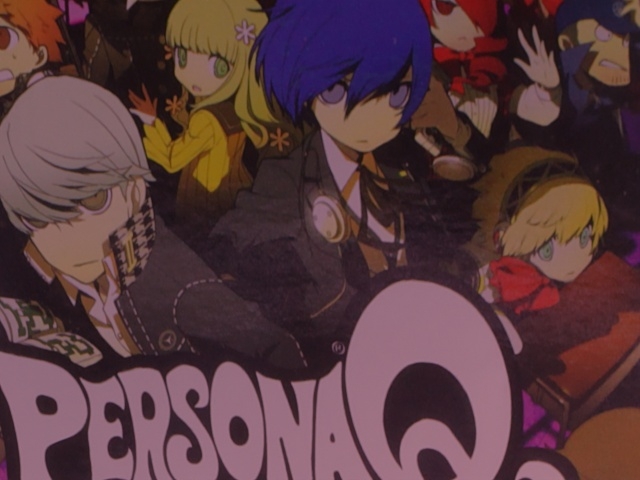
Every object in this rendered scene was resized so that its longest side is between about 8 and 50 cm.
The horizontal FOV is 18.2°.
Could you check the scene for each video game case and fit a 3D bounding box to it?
[{"bbox_3d":[0.000,0.000,0.448,0.232,0.042,0.210,-2,101,19],"label":"video game case"}]
